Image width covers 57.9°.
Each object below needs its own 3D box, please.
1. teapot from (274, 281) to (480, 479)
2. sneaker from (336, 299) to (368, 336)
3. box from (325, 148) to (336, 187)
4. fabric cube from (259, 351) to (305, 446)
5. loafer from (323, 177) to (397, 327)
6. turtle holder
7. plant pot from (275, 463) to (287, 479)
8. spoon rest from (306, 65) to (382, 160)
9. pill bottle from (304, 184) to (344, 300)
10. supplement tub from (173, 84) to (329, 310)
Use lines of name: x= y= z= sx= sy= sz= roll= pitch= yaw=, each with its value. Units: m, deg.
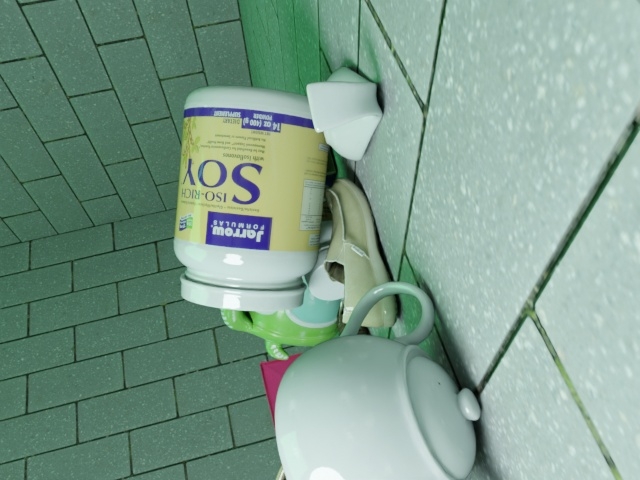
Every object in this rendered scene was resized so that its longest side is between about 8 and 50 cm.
teapot: x=0.084 y=0.202 z=0.644 sx=0.255 sy=0.187 sz=0.252 roll=60 pitch=-159 yaw=-2
sneaker: x=0.063 y=0.187 z=1.234 sx=0.188 sy=0.066 sz=0.071 roll=-127 pitch=26 yaw=-73
box: x=-0.007 y=-0.170 z=1.242 sx=0.225 sy=0.037 sz=0.136 roll=111 pitch=145 yaw=-76
fabric cube: x=-0.009 y=0.461 z=1.579 sx=0.258 sy=0.254 sz=0.258 roll=86 pitch=169 yaw=-56
loafer: x=0.046 y=0.017 z=0.926 sx=0.102 sy=0.092 sz=0.268 roll=89 pitch=166 yaw=-61
turtle holder: x=-0.092 y=0.129 z=1.404 sx=0.243 sy=0.321 sz=0.227 roll=-105 pitch=29 yaw=-70
plant pot: x=0.075 y=0.411 z=0.993 sx=0.229 sy=0.263 sz=0.262 roll=-4 pitch=-100 yaw=-77
spoon rest: x=0.038 y=-0.173 z=0.776 sx=0.276 sy=0.084 sz=0.137 roll=-63 pitch=-37 yaw=-80
pill bottle: x=0.000 y=0.000 z=1.112 sx=0.229 sy=0.131 sz=0.131 roll=-111 pitch=10 yaw=-47
supplement tub: x=-0.113 y=-0.067 z=0.949 sx=0.241 sy=0.241 sz=0.330 roll=-148 pitch=64 yaw=-81
